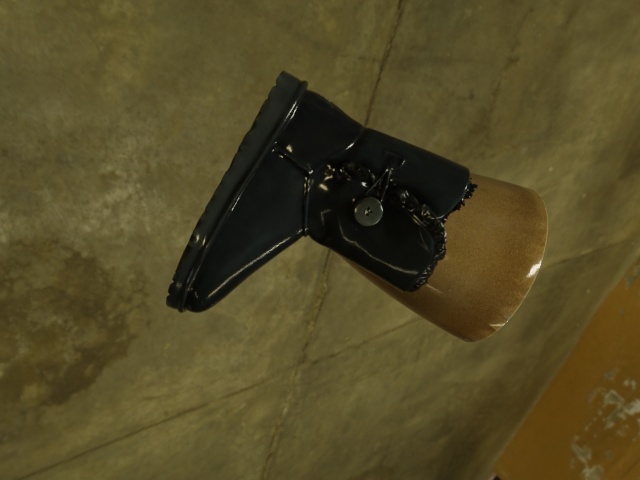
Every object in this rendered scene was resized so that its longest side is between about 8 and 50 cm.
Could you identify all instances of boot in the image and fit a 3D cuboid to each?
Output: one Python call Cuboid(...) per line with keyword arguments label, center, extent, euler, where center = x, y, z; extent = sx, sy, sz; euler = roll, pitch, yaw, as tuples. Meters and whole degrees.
Cuboid(label="boot", center=(0.000, 0.000, 0.505), extent=(0.246, 0.207, 0.094), euler=(-60, -173, 8))

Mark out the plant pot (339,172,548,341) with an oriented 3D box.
Cuboid(label="plant pot", center=(0.135, -0.014, 0.777), extent=(0.254, 0.237, 0.237), euler=(23, 112, -11))
